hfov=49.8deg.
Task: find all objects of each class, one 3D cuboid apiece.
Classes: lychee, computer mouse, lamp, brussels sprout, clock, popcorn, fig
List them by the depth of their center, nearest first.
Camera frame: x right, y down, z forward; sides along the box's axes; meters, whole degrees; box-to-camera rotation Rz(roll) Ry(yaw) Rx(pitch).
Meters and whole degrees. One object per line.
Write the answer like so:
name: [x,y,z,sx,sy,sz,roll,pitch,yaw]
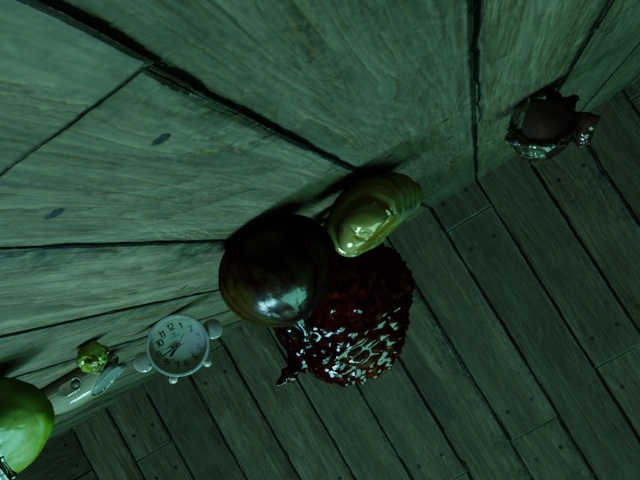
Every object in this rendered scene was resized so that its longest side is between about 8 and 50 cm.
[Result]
brussels sprout: [-0.549,0.314,1.134,0.223,0.161,0.223,-30,166,-8]
fig: [-0.071,0.060,1.256,0.235,0.214,0.235,-29,148,-20]
popcorn: [-0.462,0.233,1.404,0.059,0.068,0.083,12,-167,-10]
lamp: [0.543,-0.273,1.676,0.223,0.215,0.151,3,127,-16]
clock: [-0.346,0.260,1.694,0.229,0.156,0.063,-27,174,-10]
computer mouse: [-0.594,0.364,1.707,0.236,0.082,0.145,-29,173,-6]
lychee: [0.049,0.213,1.921,0.500,0.424,0.424,-52,177,-8]

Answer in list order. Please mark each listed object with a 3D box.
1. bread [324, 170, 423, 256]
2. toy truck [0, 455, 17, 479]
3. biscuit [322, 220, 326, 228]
bread: [0.105,-0.063,1.395,0.173,0.121,0.311,-44,172,19]
toy truck: [-0.518,0.324,0.984,0.127,0.257,0.127,-30,-141,-32]
biscuit: [0.001,0.000,1.576,0.164,0.047,0.208,-50,179,-16]
